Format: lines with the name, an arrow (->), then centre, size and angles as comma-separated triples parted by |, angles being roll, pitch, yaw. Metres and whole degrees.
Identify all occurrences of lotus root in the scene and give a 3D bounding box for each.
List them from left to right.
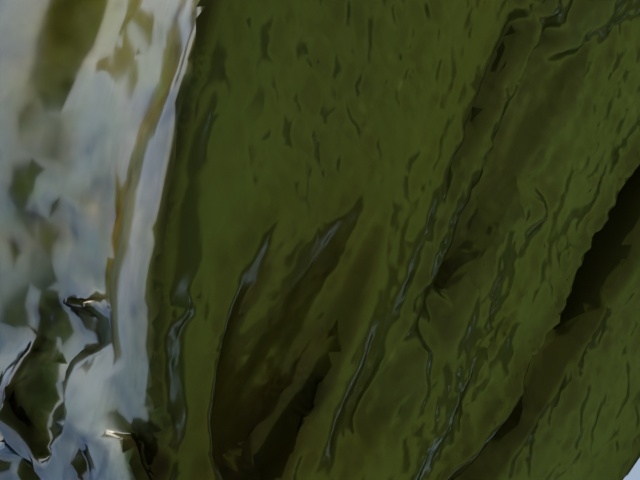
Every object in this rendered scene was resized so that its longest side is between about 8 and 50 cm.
lotus root -> -0.002, -0.009, 0.476 | 0.267, 0.149, 0.260 | 40, -112, -46
